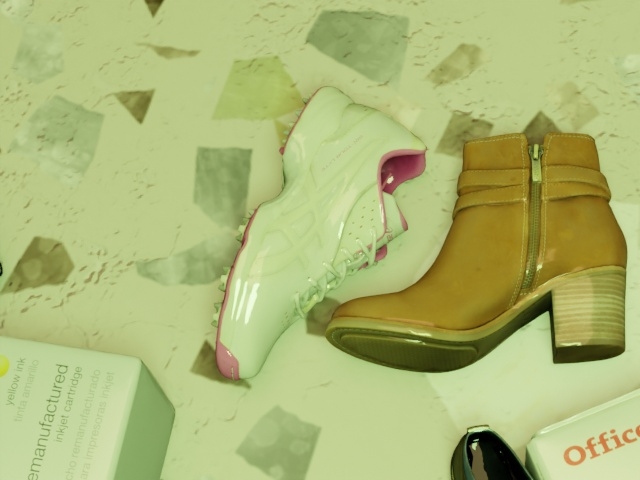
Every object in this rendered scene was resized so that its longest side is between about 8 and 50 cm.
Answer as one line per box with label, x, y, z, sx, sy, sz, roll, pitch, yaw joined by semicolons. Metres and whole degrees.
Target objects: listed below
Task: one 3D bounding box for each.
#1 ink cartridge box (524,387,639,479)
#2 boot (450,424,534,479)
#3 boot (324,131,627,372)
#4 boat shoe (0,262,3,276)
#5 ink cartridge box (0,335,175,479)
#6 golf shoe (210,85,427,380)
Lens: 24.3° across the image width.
ink cartridge box;0.320;0.266;1.242;0.207;0.117;0.283;-22;67;-3
boot;0.159;0.261;1.269;0.082;0.106;0.219;-19;66;-1
boot;0.142;0.003;1.376;0.283;0.109;0.220;-4;68;3
boat shoe;-0.435;-0.017;1.340;0.158;0.340;0.127;-30;56;5
ink cartridge box;-0.355;0.226;1.315;0.384;0.160;0.279;8;69;10
golf shoe;0.000;0.000;1.397;0.140;0.115;0.306;20;72;11
